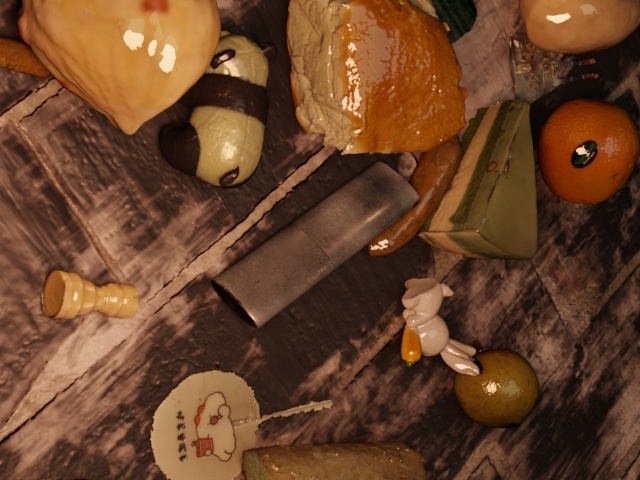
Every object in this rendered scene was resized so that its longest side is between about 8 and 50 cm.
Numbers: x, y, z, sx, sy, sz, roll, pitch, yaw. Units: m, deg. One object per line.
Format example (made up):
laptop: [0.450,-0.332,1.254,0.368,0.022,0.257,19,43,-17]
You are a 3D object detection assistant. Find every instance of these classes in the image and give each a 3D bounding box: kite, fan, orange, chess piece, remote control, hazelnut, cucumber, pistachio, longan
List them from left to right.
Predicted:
chess piece: [-0.314,0.081,1.367,0.122,0.066,0.066,12,85,-42]
hazelnut: [-0.251,-0.261,1.287,0.261,0.261,0.241,14,83,-36]
fan: [-0.116,0.283,1.549,0.329,0.009,0.191,-9,99,-34]
remote control: [0.000,0.000,1.580,0.377,0.107,0.044,-37,157,-29]
cucumber: [0.219,-0.416,1.739,0.115,0.062,0.116,48,66,-32]
longan: [0.314,0.257,1.798,0.145,0.176,0.154,-37,150,12]
kite: [0.457,-0.344,1.943,0.245,0.015,0.141,-12,100,-32]
pistachio: [0.496,-0.439,1.880,0.299,0.187,0.188,-7,96,-43]
orange: [0.506,-0.169,1.882,0.206,0.206,0.206,-2,93,-36]

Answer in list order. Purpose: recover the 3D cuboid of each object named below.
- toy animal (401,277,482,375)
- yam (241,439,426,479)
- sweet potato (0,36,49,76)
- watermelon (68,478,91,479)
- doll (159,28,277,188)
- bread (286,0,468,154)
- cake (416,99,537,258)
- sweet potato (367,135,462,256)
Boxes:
toy animal: [0.200,0.162,1.707,0.127,0.131,0.182,-13,107,8]
yam: [0.012,0.393,1.554,0.304,0.168,0.168,4,89,-36]
sweet potato: [-0.484,-0.275,1.214,0.346,0.079,0.108,35,59,-35]
watermelon: [-0.318,0.383,1.364,0.181,0.075,0.092,29,79,-35]
doll: [-0.137,-0.187,1.442,0.143,0.135,0.234,16,78,-38]
bread: [0.084,-0.283,1.539,0.250,0.225,0.279,-10,107,-29]
cake: [0.319,-0.092,1.773,0.172,0.158,0.284,37,68,-32]
sweet potato: [0.170,-0.075,1.714,0.075,0.075,0.273,41,73,-30]
